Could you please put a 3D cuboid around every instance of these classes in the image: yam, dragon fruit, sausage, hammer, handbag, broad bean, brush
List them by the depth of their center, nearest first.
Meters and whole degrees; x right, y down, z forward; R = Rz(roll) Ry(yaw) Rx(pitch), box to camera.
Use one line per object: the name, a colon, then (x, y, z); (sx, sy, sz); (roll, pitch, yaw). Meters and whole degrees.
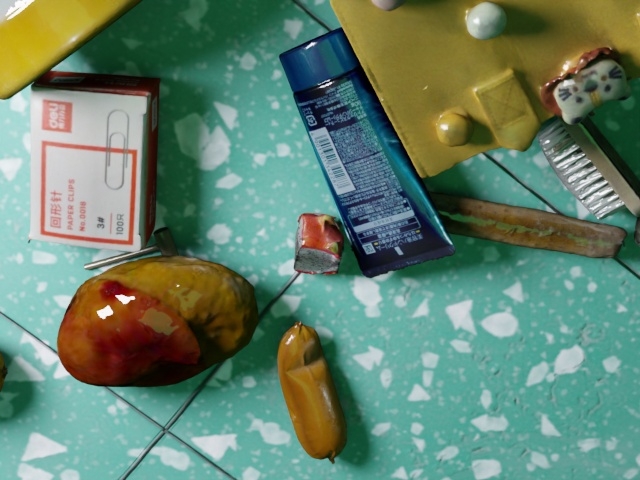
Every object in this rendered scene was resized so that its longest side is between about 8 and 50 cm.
handbag: (0.227, -0.241, 1.282); (0.401, 0.133, 0.283); (-22, 125, 9)
brush: (0.238, -0.145, 1.434); (0.065, 0.070, 0.327); (-35, 103, 22)
yam: (0.208, -0.018, 1.483); (0.264, 0.046, 0.046); (11, 109, -1)
dragon fruit: (0.000, 0.000, 1.486); (0.056, 0.083, 0.060); (5, 64, -1)
broad bean: (-0.183, 0.095, 1.490); (0.229, 0.122, 0.156); (-8, 113, 7)
hammer: (-0.218, 0.016, 1.521); (0.110, 0.019, 0.035); (-15, 108, 12)
sausage: (-0.013, 0.178, 1.551); (0.062, 0.054, 0.183); (-25, 107, -24)

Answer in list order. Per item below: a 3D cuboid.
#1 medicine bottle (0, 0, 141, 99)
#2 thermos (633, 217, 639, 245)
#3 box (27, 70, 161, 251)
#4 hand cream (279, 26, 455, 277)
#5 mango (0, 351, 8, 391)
medicine bottle: (-0.289, -0.294, 1.300); (0.238, 0.238, 0.232); (-35, 103, 12)
thermos: (0.445, 0.007, 1.473); (0.188, 0.073, 0.083); (20, 107, -6)
box: (-0.244, -0.085, 1.441); (0.133, 0.099, 0.182); (7, 108, 1)
hand cream: (0.043, -0.091, 1.436); (0.120, 0.061, 0.270); (-18, 101, 31)
mango: (-0.434, 0.153, 1.539); (0.159, 0.084, 0.105); (-1, 126, 23)
